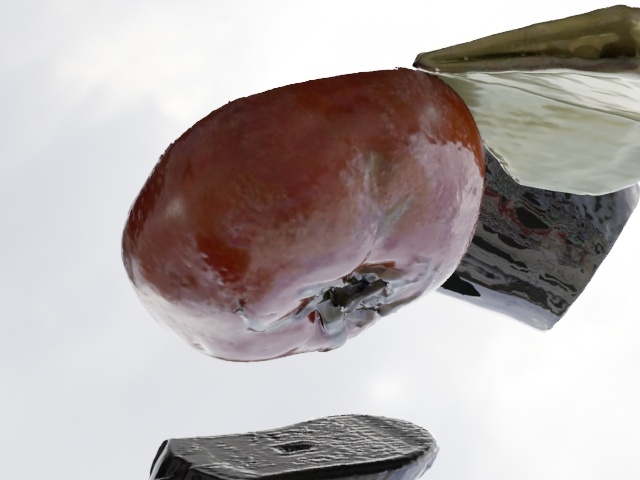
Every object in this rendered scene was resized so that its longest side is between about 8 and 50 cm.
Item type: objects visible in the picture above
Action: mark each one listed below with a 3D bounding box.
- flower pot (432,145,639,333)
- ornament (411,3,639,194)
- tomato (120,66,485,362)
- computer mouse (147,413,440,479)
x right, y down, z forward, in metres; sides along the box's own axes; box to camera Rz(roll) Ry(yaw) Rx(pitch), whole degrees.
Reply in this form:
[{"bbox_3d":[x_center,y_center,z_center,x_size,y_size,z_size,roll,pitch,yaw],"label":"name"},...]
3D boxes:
[{"bbox_3d":[0.159,-0.022,1.375,0.235,0.148,0.235,-56,178,-3],"label":"flower pot"},{"bbox_3d":[0.143,-0.092,1.049,0.201,0.180,0.059,127,-26,-71],"label":"ornament"},{"bbox_3d":[0.000,0.000,1.052,0.236,0.237,0.095,-28,-119,10],"label":"tomato"},{"bbox_3d":[-0.024,0.200,1.378,0.264,0.088,0.147,-1,-172,-29],"label":"computer mouse"}]
